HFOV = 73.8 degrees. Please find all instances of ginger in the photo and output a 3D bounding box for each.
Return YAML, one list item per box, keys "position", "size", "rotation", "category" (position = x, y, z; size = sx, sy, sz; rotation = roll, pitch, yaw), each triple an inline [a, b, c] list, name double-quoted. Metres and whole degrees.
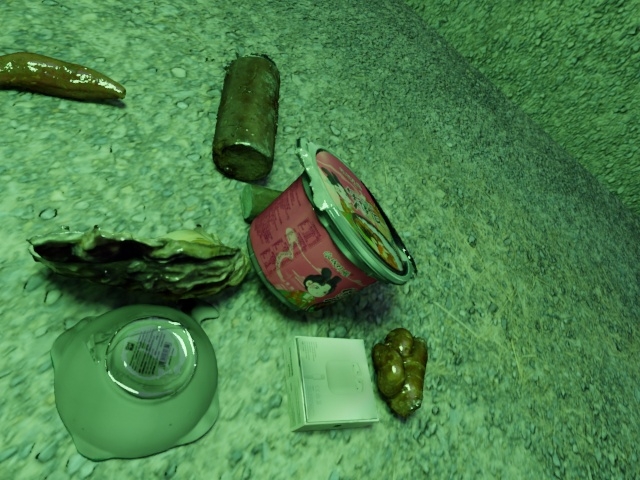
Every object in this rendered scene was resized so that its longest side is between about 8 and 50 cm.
- position: [0.133, 0.213, 0.738]
  size: [0.103, 0.073, 0.162]
  rotation: [48, 37, -15]
  category: "ginger"

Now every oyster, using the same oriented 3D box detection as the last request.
- position: [-0.227, 0.025, 0.567]
  size: [0.271, 0.275, 0.100]
  rotation: [14, 94, -10]
  category: "oyster"

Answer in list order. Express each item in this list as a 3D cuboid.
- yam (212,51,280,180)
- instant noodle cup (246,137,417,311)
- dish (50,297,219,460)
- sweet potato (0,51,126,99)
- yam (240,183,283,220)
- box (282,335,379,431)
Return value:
- position: [-0.147, -0.252, 0.856]
  size: [0.131, 0.131, 0.279]
  rotation: [17, 53, -24]
  category: "yam"
- position: [0.000, 0.000, 0.691]
  size: [0.302, 0.182, 0.258]
  rotation: [48, 22, -18]
  category: "instant noodle cup"
- position: [-0.210, 0.147, 0.542]
  size: [0.224, 0.078, 0.246]
  rotation: [33, 45, -8]
  category: "dish"
- position: [-0.459, -0.265, 0.694]
  size: [0.255, 0.058, 0.078]
  rotation: [-10, 85, -34]
  category: "sweet potato"
- position: [-0.069, -0.061, 0.806]
  size: [0.169, 0.068, 0.068]
  rotation: [9, 54, -34]
  category: "yam"
- position: [0.015, 0.220, 0.663]
  size: [0.129, 0.051, 0.130]
  rotation: [11, 54, -29]
  category: "box"
